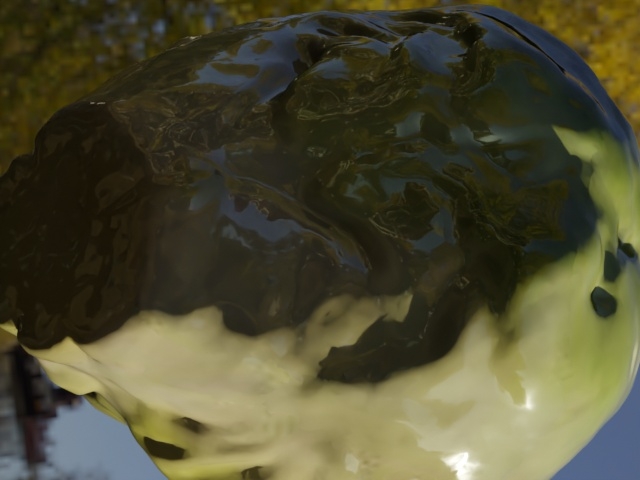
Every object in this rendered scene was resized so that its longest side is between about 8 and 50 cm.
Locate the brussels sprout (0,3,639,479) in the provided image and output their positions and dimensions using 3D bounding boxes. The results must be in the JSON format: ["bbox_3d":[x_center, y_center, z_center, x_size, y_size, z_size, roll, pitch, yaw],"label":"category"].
[{"bbox_3d":[0.013,0.004,0.763,0.316,0.273,0.243,-17,127,-70],"label":"brussels sprout"}]
